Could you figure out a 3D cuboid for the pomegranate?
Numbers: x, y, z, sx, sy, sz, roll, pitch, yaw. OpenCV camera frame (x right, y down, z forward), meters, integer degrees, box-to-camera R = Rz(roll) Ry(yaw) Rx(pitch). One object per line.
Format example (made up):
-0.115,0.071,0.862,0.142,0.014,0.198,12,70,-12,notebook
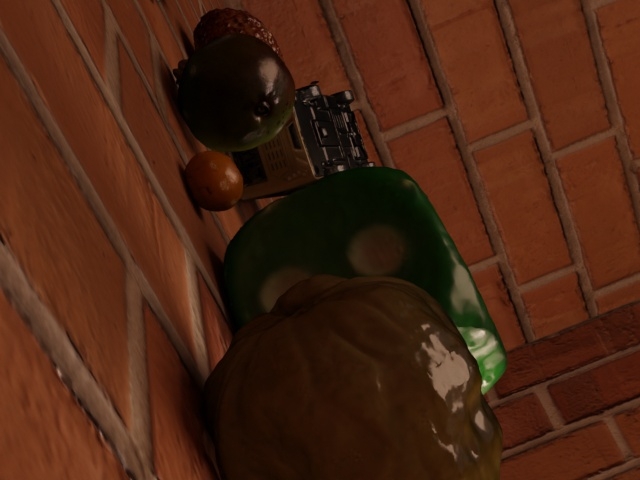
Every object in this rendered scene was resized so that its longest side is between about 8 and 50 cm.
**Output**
-0.143,-0.227,1.767,0.209,0.180,0.180,25,-29,42,pomegranate

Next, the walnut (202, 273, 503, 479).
0.030,0.173,1.101,0.253,0.282,0.277,-37,117,-46,walnut

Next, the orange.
-0.139,-0.078,1.544,0.083,0.070,0.083,155,-90,-90,orange

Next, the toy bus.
-0.038,-0.169,2.111,0.365,0.201,0.177,-11,84,-72,toy bus

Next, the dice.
0.053,0.099,1.538,0.287,0.300,0.297,66,4,27,dice

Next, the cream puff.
-0.148,-0.324,2.228,0.240,0.164,0.240,158,-90,-89,cream puff
